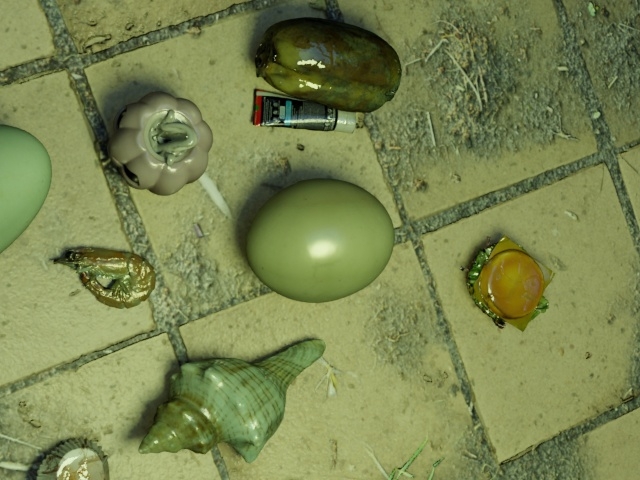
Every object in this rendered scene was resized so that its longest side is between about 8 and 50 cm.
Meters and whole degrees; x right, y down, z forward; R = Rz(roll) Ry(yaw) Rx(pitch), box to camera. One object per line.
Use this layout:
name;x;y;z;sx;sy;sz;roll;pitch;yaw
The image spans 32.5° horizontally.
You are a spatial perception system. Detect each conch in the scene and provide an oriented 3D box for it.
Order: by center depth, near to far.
conch;-0.136;0.286;1.886;0.386;0.169;0.203;-15;117;-20

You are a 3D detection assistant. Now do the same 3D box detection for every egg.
egg;-0.585;-0.052;1.693;0.371;0.230;0.230;-33;98;-27
egg;0.000;0.000;1.927;0.269;0.219;0.219;-1;86;-21

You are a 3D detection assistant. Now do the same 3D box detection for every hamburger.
hamburger;0.359;0.085;2.131;0.189;0.093;0.164;46;74;-11

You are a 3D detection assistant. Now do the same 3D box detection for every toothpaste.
toothpaste;-0.031;-0.235;2.029;0.193;0.045;0.071;5;75;-16

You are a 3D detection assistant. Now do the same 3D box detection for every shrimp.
shrimp;-0.370;0.059;1.878;0.180;0.041;0.099;16;95;-21

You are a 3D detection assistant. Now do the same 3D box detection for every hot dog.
hot dog;-0.399;0.456;1.819;0.131;0.069;0.253;-10;93;-31

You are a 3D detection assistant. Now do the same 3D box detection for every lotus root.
lotus root;0.022;-0.321;1.986;0.275;0.160;0.152;11;117;-27

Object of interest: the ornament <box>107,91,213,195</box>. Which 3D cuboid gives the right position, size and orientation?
ornament;-0.269;-0.165;1.862;0.177;0.177;0.177;2;86;-22
